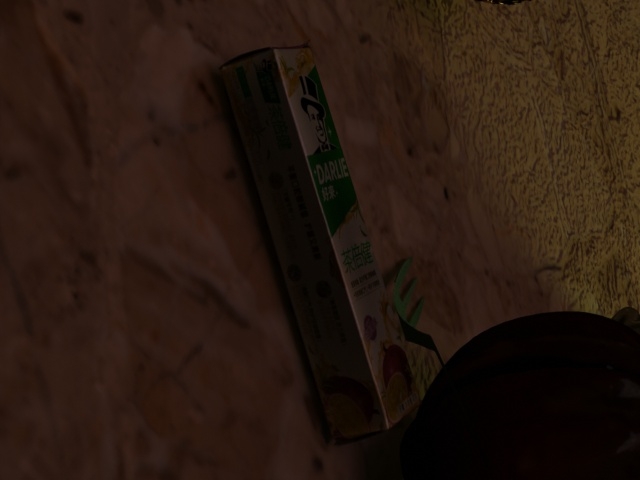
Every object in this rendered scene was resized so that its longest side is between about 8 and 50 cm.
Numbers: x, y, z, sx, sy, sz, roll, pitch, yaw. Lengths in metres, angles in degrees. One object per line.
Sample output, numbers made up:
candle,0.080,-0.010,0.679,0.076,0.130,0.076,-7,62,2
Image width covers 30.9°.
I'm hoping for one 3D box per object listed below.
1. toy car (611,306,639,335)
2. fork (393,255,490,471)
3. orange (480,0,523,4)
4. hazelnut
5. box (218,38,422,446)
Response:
toy car,0.350,0.137,0.897,0.198,0.247,0.204,45,42,-44
fork,0.057,0.061,0.613,0.235,0.021,0.039,-98,166,-72
orange,0.125,-0.285,0.808,0.234,0.182,0.234,42,32,-33
hazelnut,0.134,0.141,0.623,0.178,0.178,0.204,59,24,-22
box,0.000,0.000,0.605,0.050,0.041,0.207,-21,95,-60
